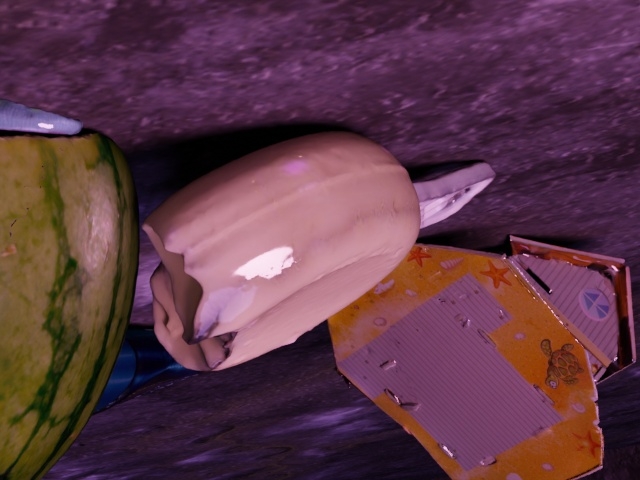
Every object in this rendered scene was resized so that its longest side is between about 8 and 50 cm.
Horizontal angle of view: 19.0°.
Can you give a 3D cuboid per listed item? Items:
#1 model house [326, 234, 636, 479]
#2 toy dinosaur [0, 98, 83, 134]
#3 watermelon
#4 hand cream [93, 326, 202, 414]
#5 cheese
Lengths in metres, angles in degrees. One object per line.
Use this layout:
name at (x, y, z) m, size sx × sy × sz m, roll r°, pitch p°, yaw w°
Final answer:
model house at (0.135, 0.054, 1.325) m, size 0.136 × 0.207 × 0.219 m, roll -47°, pitch -177°, yaw -39°
toy dinosaur at (-0.178, -0.053, 0.703) m, size 0.197 × 0.045 × 0.080 m, roll 3°, pitch 177°, yaw -23°
watermelon at (-0.240, 0.067, 0.894) m, size 0.330 × 0.189 × 0.331 m, roll -16°, pitch 168°, yaw -4°
hand cream at (-0.137, 0.091, 1.399) m, size 0.120 × 0.061 × 0.270 m, roll -20°, pitch 173°, yaw 17°
cheese at (0.012, -0.011, 0.974) m, size 0.249 × 0.071 × 0.163 m, roll -25°, pitch 166°, yaw -29°
